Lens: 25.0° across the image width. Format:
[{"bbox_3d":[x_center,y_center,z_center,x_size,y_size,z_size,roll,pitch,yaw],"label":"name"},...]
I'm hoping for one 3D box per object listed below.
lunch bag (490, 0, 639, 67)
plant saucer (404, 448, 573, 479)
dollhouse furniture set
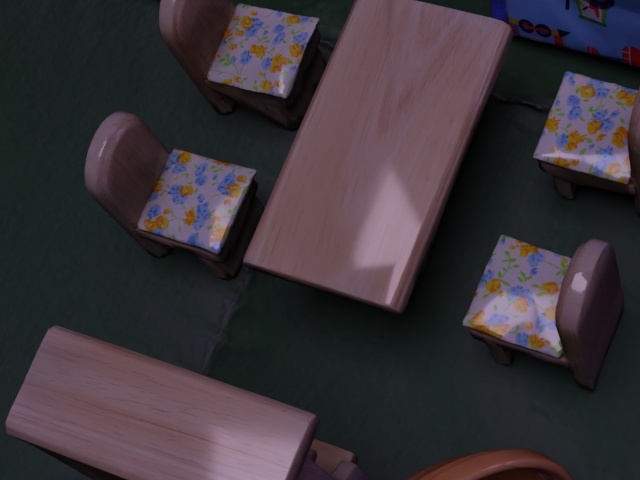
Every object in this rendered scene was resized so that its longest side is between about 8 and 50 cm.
[{"bbox_3d":[0.275,-0.275,1.056,0.221,0.138,0.293,19,65,25],"label":"lunch bag"},{"bbox_3d":[0.069,0.200,0.870,0.200,0.200,0.037,-43,51,-4],"label":"plant saucer"},{"bbox_3d":[0.000,0.000,0.937,0.362,0.256,0.394,17,74,21],"label":"dollhouse furniture set"}]
